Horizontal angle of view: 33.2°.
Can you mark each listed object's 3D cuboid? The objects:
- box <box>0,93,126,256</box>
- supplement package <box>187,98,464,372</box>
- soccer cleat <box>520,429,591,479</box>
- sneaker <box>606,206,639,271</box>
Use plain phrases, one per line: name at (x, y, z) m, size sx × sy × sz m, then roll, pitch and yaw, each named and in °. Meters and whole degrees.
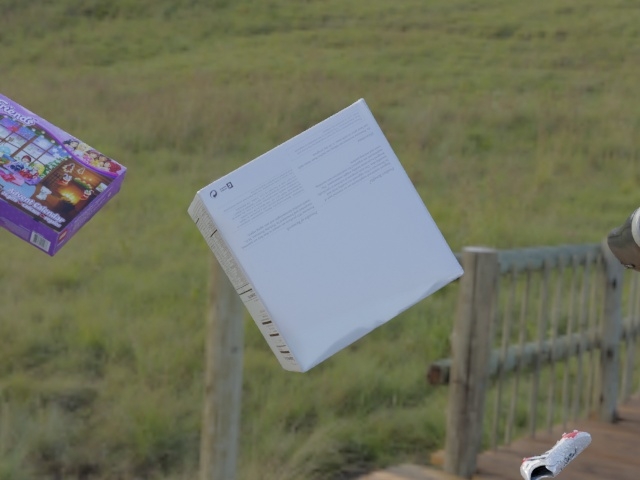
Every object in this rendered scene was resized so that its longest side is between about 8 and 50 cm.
box at (-0.478, -0.118, 1.661) m, size 0.293 × 0.057 × 0.201 m, roll 30°, pitch 40°, yaw 3°
supplement package at (0.000, 0.000, 1.105) m, size 0.194 × 0.203 × 0.149 m, roll -30°, pitch 0°, yaw -12°
soccer cleat at (0.248, 0.229, 1.123) m, size 0.083 × 0.029 × 0.035 m, roll -30°, pitch 24°, yaw 11°
sneaker at (0.421, 0.028, 1.146) m, size 0.222 × 0.083 × 0.118 m, roll 31°, pitch -8°, yaw 2°
